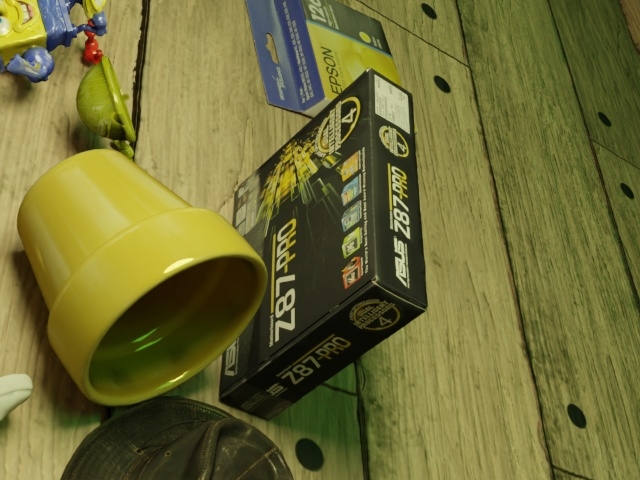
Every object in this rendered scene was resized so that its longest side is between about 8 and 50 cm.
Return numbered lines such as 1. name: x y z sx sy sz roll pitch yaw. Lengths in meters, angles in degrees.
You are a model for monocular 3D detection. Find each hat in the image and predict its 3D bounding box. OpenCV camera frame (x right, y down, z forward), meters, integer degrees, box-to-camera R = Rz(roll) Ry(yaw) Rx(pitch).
1. hat: -0.119 0.296 1.194 0.331 0.134 0.331 27 42 -27

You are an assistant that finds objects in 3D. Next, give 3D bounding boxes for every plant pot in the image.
1. plant pot: -0.231 0.026 1.249 0.254 0.254 0.239 -9 50 -49

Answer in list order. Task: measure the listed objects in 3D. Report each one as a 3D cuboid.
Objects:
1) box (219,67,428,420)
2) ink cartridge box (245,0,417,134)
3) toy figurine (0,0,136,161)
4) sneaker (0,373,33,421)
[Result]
1. box: 0.000 0.000 1.423 0.097 0.318 0.394 27 42 -27
2. ink cartridge box: 0.018 -0.339 1.958 0.307 0.072 0.303 16 47 -38
3. toy figurine: -0.400 -0.257 1.450 0.217 0.191 0.362 -13 71 -17
4. sneaker: -0.380 0.206 1.074 0.212 0.080 0.094 -23 87 -45
